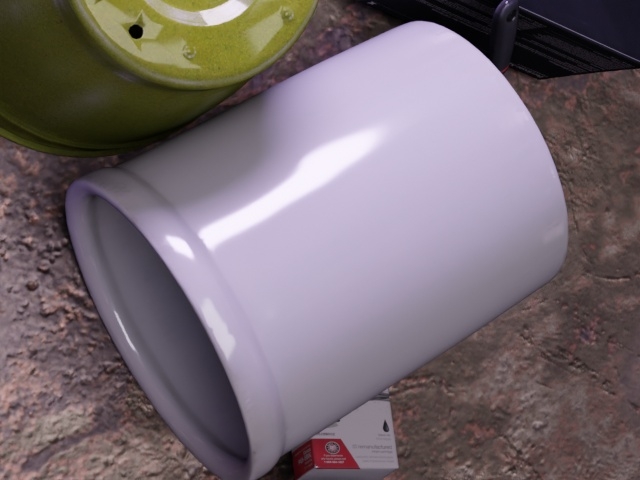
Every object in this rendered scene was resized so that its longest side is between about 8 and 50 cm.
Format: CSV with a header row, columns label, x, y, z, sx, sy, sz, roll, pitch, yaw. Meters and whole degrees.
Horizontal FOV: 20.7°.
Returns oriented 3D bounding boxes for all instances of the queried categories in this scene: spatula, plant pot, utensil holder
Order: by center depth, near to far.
label,x,y,z,sx,sy,sz,roll,pitch,yaw
plant pot,-0.166,-0.252,1.590,0.366,0.353,0.367,-2,95,-23
utensil holder,0.000,0.000,1.700,0.385,0.327,0.328,-30,105,-20
spatula,0.175,-0.171,1.806,0.084,0.296,0.030,-38,76,-17

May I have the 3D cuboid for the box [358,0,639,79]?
label,x,y,z,sx,sy,sz,roll,pitch,yaw
box,0.199,-0.259,1.820,0.261,0.184,0.103,19,78,-32

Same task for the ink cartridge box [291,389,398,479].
label,x,y,z,sx,sy,sz,roll,pitch,yaw
ink cartridge box,0.020,0.182,1.835,0.099,0.056,0.135,3,65,-24
